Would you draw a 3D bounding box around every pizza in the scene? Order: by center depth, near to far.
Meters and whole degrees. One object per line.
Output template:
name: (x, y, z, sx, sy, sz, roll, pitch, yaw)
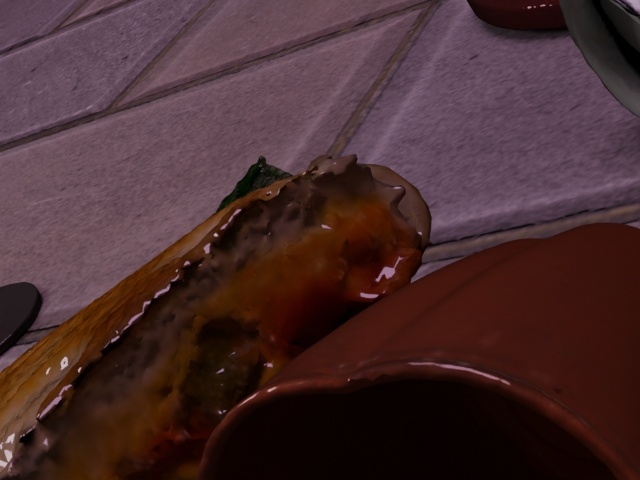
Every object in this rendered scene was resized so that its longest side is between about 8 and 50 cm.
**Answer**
pizza: (-0.146, 0.152, 0.569, 0.440, 0.130, 0.406, -33, 15, 48)

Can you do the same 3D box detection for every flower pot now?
flower pot: (0.075, 0.082, 0.441, 0.191, 0.190, 0.173, -14, 19, 34)

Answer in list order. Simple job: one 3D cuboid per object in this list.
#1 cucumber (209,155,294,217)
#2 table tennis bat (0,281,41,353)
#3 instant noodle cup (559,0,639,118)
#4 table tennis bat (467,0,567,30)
cucumber: (-0.067, 0.020, 0.833, 0.058, 0.058, 0.187, -8, 38, 41)
table tennis bat: (-0.339, 0.098, 1.064, 0.235, 0.022, 0.131, -22, 27, 15)
instant noodle cup: (0.255, -0.166, 0.713, 0.212, 0.193, 0.193, -40, 25, -2)
table tennis bat: (0.219, -0.261, 1.077, 0.268, 0.051, 0.415, -42, 28, -25)
